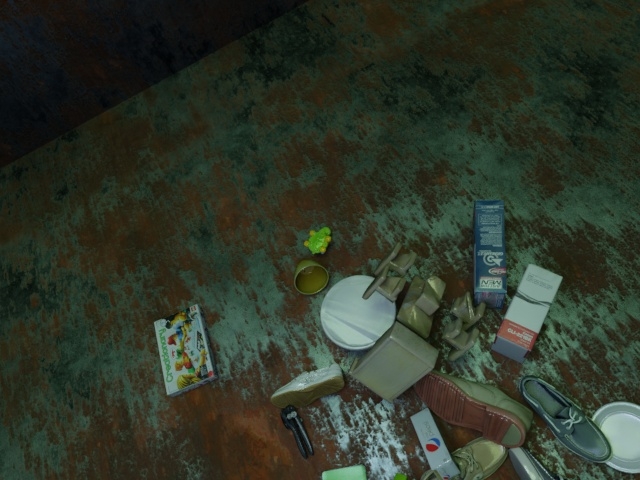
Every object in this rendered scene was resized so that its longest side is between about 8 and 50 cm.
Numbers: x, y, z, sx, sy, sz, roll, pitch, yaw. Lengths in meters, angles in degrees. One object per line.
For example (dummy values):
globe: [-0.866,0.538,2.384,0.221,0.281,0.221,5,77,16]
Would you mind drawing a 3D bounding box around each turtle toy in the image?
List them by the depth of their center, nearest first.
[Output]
turtle toy: [0.000,0.000,2.055,0.095,0.066,0.130,21,71,21]

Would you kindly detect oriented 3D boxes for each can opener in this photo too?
can opener: [-0.076,0.651,1.766,0.059,0.073,0.186,-26,67,-21]

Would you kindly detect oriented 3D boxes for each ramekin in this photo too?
ramekin: [0.142,0.272,1.852,0.272,0.127,0.273,-6,63,11]

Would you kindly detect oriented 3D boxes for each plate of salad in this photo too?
plate of salad: [0.911,0.585,1.538,0.199,0.048,0.200,-16,60,29]

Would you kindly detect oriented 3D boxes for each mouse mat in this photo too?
mouse mat: [0.086,0.832,1.661,0.152,0.007,0.190,-13,61,8]

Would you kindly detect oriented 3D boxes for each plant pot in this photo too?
plant pot: [-0.046,0.126,1.983,0.134,0.134,0.095,-28,34,-1]

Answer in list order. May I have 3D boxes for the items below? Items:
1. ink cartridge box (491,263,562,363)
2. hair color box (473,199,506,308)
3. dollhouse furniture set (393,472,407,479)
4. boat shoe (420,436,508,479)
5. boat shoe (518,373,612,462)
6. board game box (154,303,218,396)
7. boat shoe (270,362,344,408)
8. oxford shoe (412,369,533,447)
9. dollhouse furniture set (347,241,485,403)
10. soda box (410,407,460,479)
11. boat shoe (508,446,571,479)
ink cartridge box: [0.673,0.240,1.691,0.114,0.197,0.273,24,73,22]
hair color box: [0.592,0.047,1.819,0.105,0.174,0.348,0,64,15]
dollhouse furniture set: [0.339,0.816,1.461,0.301,0.198,0.151,9,40,23]
boat shoe: [0.443,0.694,1.584,0.302,0.098,0.109,-28,61,0]
boat shoe: [0.738,0.539,1.572,0.116,0.099,0.319,-45,59,5]
board game box: [-0.521,0.420,1.991,0.192,0.053,0.306,-23,61,3]
boat shoe: [-0.046,0.508,1.813,0.276,0.098,0.096,-22,35,12]
oxford shoe: [0.482,0.517,1.666,0.396,0.141,0.146,25,30,33]
dollhouse furniture set: [0.283,0.284,1.676,0.362,0.257,0.394,35,42,0]
soda box: [0.351,0.627,1.591,0.069,0.074,0.216,-31,25,5]
boat shoe: [0.709,0.728,1.499,0.158,0.127,0.341,-29,69,-8]
